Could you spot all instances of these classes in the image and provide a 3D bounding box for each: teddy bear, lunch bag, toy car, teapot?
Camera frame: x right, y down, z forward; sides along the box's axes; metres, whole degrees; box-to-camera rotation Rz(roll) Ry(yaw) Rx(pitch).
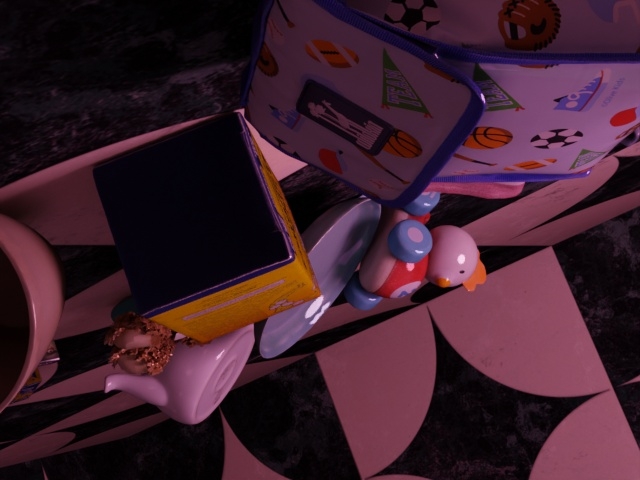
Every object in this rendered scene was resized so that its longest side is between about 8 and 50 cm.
[{"bbox_3d":[-0.203,0.095,1.640,0.338,0.113,0.245,-38,154,-7],"label":"teddy bear"},{"bbox_3d":[0.128,-0.180,0.946,0.385,0.239,0.328,-1,164,-11],"label":"lunch bag"},{"bbox_3d":[0.200,0.035,1.834,0.238,0.210,0.219,23,142,-12],"label":"toy car"},{"bbox_3d":[-0.250,0.202,1.904,0.252,0.187,0.256,-60,167,0],"label":"teapot"}]

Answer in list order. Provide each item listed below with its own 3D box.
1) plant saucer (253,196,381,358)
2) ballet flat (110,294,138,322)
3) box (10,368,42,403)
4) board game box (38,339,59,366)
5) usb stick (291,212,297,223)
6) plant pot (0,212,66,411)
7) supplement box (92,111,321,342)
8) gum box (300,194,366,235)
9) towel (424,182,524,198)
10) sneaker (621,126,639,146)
[{"bbox_3d":[-0.012,0.053,1.668,0.317,0.044,0.317,-48,164,-19],"label":"plant saucer"},{"bbox_3d":[-0.311,0.115,1.890,0.168,0.057,0.052,-24,177,17],"label":"ballet flat"},{"bbox_3d":[-0.630,0.294,2.126,0.054,0.059,0.169,-16,168,-30],"label":"box"},{"bbox_3d":[-0.492,0.139,1.524,0.186,0.126,0.026,-8,162,-48],"label":"board game box"},{"bbox_3d":[-0.094,0.010,1.813,0.077,0.045,0.278,-25,169,-15],"label":"usb stick"},{"bbox_3d":[-0.400,0.063,1.164,0.256,0.256,0.274,-23,-175,8],"label":"plant pot"},{"bbox_3d":[-0.134,-0.001,1.345,0.195,0.194,0.356,-21,168,1],"label":"supplement box"},{"bbox_3d":[0.000,0.000,1.826,0.184,0.041,0.157,-32,172,-21],"label":"gum box"},{"bbox_3d":[0.213,-0.122,1.561,0.237,0.037,0.329,2,168,3],"label":"towel"},{"bbox_3d":[0.379,-0.186,1.553,0.300,0.121,0.111,-13,165,-24],"label":"sneaker"}]
